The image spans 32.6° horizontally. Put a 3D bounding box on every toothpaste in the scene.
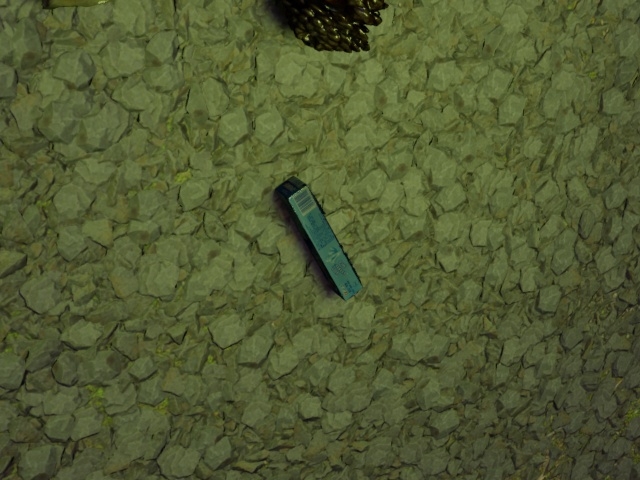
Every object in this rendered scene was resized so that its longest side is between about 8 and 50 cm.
[{"bbox_3d":[0.000,0.000,2.108,0.053,0.066,0.272,-38,124,-12],"label":"toothpaste"}]

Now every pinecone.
[{"bbox_3d":[0.033,-0.427,1.882,0.205,0.179,0.184,-56,151,-19],"label":"pinecone"}]

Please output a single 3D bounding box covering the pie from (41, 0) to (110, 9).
[{"bbox_3d":[-0.344,-0.499,1.629,0.337,0.075,0.338,-21,141,-18],"label":"pie"}]
